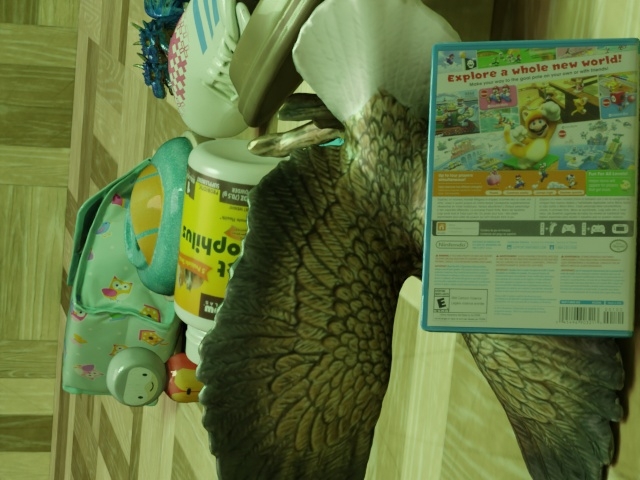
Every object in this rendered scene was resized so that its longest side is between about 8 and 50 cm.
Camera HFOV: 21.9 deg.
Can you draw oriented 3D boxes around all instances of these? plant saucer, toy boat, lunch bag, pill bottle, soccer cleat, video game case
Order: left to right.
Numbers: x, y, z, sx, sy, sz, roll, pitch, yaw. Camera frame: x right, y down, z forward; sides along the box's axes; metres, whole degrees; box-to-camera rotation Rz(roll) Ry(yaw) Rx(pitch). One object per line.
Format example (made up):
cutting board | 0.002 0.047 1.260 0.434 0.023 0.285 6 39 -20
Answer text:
lunch bag | -0.252 0.047 2.170 0.223 0.160 0.262 109 169 -54
toy boat | -0.170 0.033 1.885 0.267 0.148 0.318 131 139 -66
pill bottle | -0.082 0.016 1.627 0.117 0.117 0.215 -127 41 -66
soccer cleat | -0.082 -0.206 1.661 0.143 0.116 0.331 -103 22 -43
plant saucer | 0.018 -0.202 1.161 0.278 0.041 0.278 -54 -1 -1
video game case | 0.118 -0.030 0.929 0.015 0.119 0.166 22 -111 -71

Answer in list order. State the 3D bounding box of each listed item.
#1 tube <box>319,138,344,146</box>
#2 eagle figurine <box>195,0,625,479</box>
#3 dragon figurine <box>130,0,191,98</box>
tube | 0.014 -0.063 1.399 0.207 0.052 0.080 -48 47 41
eagle figurine | 0.058 0.015 1.023 0.226 0.225 0.298 -49 29 46
dragon figurine | -0.149 -0.293 1.862 0.085 0.144 0.289 120 148 -59
